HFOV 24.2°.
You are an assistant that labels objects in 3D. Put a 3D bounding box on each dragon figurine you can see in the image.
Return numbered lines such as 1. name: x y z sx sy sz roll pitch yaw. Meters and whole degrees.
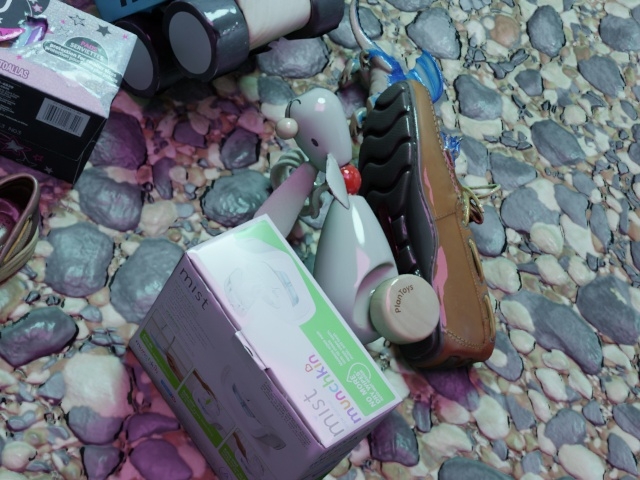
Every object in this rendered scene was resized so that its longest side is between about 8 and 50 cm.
1. dragon figurine: 0.111 -0.214 2.069 0.144 0.085 0.289 2 64 -27

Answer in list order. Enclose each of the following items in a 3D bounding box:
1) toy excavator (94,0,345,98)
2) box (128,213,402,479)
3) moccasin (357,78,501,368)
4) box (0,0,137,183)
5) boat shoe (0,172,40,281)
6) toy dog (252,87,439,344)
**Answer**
1. toy excavator: -0.222 -0.424 1.932 0.222 0.433 0.445 -27 102 -36
2. box: -0.071 0.146 1.660 0.127 0.231 0.262 -27 73 -36
3. moccasin: 0.149 -0.025 1.920 0.147 0.139 0.380 -1 68 -38
4. box: -0.368 -0.205 1.780 0.247 0.163 0.142 22 54 -13
5. boat shoe: -0.425 0.040 1.622 0.123 0.123 0.342 43 51 4
6. toy dog: 0.000 0.000 1.791 0.161 0.220 0.333 -19 70 -36
